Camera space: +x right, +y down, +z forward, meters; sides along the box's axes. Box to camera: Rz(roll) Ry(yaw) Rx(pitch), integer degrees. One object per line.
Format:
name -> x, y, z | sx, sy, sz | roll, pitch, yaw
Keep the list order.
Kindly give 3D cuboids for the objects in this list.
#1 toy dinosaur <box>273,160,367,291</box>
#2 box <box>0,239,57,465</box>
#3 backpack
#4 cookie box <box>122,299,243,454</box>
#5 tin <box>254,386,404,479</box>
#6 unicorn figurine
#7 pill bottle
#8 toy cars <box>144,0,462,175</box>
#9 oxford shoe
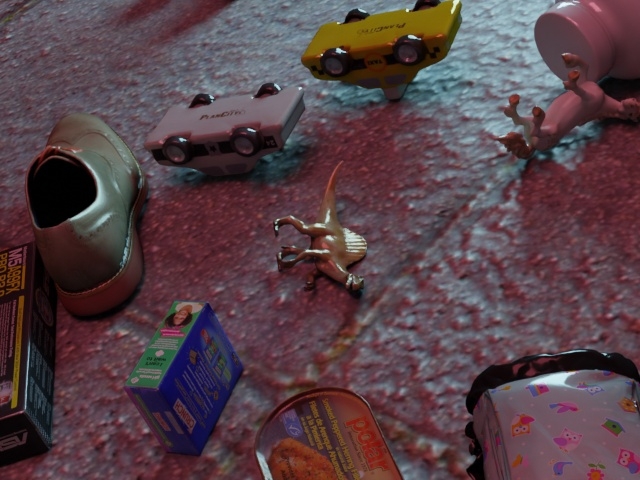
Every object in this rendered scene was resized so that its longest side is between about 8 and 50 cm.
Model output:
toy dinosaur -> 0.000, 0.000, 1.213 | 0.093, 0.053, 0.183 | -6, 45, -5
box -> -0.381, 0.132, 1.214 | 0.216, 0.060, 0.270 | -19, 38, 3
backpack -> 0.178, 0.167, 0.857 | 0.152, 0.115, 0.182 | -12, 41, 8
cookie box -> -0.121, 0.123, 1.074 | 0.040, 0.092, 0.107 | -2, 41, 28
tin -> 0.011, 0.195, 0.968 | 0.106, 0.040, 0.189 | -26, 37, 1
unicorn figurine -> 0.258, -0.134, 1.210 | 0.162, 0.111, 0.060 | -25, 53, 18
pill bottle -> 0.355, -0.270, 1.279 | 0.264, 0.146, 0.146 | -36, 40, -17
toy cars -> -0.009, -0.165, 1.383 | 0.394, 0.087, 0.176 | -29, 33, -5
oxford shoe -> -0.269, -0.070, 1.346 | 0.123, 0.130, 0.348 | -23, 37, -1
